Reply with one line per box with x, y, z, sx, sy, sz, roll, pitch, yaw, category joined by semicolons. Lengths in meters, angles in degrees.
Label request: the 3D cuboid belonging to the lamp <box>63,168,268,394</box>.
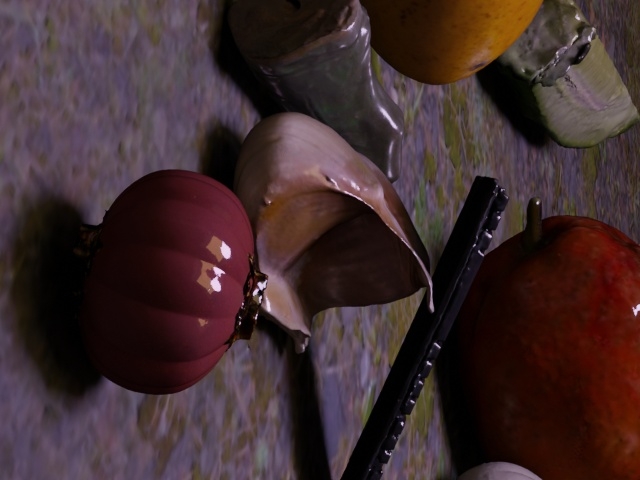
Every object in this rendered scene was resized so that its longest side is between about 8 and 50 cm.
-0.073;0.019;0.905;0.107;0.092;0.107;-163;-90;-84;lamp

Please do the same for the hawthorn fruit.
0.207;0.084;1.528;0.261;0.224;0.224;65;21;-9;hawthorn fruit

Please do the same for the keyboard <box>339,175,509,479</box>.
0.063;0.069;1.182;0.072;0.023;0.231;-120;-125;-85;keyboard

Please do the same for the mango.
0.077;-0.238;1.334;0.160;0.191;0.290;-64;146;-48;mango

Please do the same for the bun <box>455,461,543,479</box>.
0.160;0.225;1.437;0.138;0.094;0.138;160;-90;-88;bun

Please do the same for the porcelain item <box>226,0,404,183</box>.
0.014;-0.076;1.225;0.215;0.081;0.069;64;5;-49;porcelain item

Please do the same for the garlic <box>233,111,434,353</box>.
0.007;-0.011;1.155;0.174;0.099;0.124;50;29;-54;garlic

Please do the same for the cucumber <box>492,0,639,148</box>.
0.233;-0.173;1.892;0.145;0.105;0.325;59;11;20;cucumber

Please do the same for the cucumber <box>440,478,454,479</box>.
0.115;0.294;1.403;0.043;0.044;0.256;-33;116;-44;cucumber
